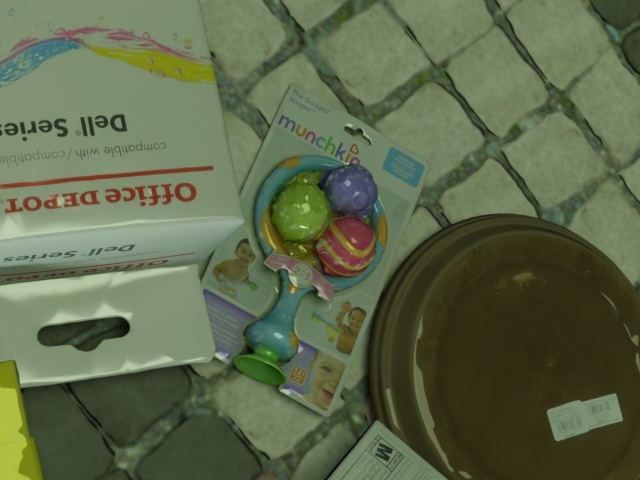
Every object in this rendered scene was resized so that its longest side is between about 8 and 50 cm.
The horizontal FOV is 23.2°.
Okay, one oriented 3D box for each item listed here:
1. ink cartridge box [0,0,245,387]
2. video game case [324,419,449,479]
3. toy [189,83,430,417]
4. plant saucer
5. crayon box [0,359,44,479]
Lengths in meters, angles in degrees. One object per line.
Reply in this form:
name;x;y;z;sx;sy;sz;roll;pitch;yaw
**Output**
ink cartridge box;-0.180;-0.084;1.101;0.207;0.119;0.353;-7;75;-24
video game case;0.049;0.277;1.107;0.210;0.042;0.232;40;59;5
toy;0.000;0.000;1.203;0.137;0.056;0.237;30;68;-15
plant saucer;0.170;0.110;1.252;0.278;0.041;0.278;6;75;-24
crayon box;-0.263;0.253;1.005;0.202;0.081;0.318;-10;87;-24
